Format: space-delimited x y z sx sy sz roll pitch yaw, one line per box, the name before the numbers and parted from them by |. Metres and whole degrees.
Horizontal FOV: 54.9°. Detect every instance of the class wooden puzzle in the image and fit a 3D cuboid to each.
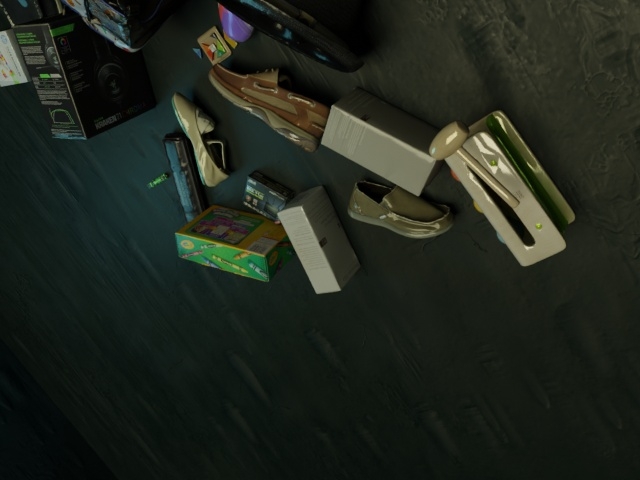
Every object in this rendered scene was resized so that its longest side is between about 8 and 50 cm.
wooden puzzle | -0.244 -0.445 1.412 0.116 0.014 0.079 -28 102 41

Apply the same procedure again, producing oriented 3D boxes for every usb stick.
usb stick | -0.358 -0.154 1.654 0.077 0.045 0.278 3 121 23

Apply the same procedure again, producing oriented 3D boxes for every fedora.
fedora | -0.042 -0.454 1.151 0.334 0.334 0.153 30 97 12

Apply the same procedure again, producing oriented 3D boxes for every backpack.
backpack | -0.421 -0.554 1.288 0.263 0.277 0.213 36 150 -8

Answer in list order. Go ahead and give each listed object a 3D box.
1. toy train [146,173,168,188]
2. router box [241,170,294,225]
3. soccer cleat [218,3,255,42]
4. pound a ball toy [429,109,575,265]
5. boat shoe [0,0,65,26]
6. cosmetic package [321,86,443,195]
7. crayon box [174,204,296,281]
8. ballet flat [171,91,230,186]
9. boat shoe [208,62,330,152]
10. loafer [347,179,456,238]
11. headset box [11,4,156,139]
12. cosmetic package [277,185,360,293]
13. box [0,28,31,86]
toy train | -0.456 -0.165 1.721 0.083 0.024 0.017 -21 107 40
router box | -0.133 -0.106 1.546 0.122 0.038 0.092 29 130 13
soccer cleat | -0.182 -0.551 1.234 0.108 0.116 0.318 22 128 18
pound a ball toy | 0.322 -0.094 1.155 0.135 0.208 0.319 -32 100 41
boat shoe | -0.771 -0.661 1.510 0.186 0.156 0.500 6 123 27
cosmetic package | 0.137 -0.204 1.256 0.238 0.127 0.107 27 130 13
crayon box | -0.210 0.001 1.580 0.278 0.165 0.081 13 125 25
ballet flat | -0.287 -0.255 1.531 0.086 0.086 0.249 0 120 32
boat shoe | -0.108 -0.317 1.359 0.324 0.123 0.116 35 99 19
loafer | 0.170 -0.073 1.340 0.251 0.094 0.087 12 129 25
headset box | -0.554 -0.418 1.470 0.131 0.246 0.283 8 122 29
cosmetic package | 0.000 0.000 1.481 0.085 0.117 0.231 -13 112 38
box | -0.914 -0.520 1.768 0.186 0.038 0.145 2 120 30
